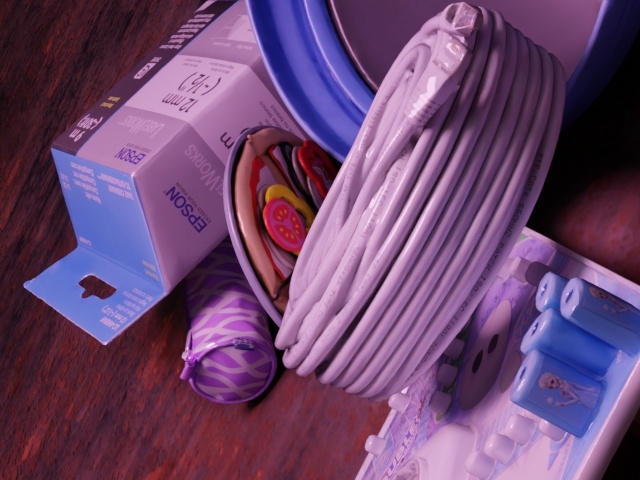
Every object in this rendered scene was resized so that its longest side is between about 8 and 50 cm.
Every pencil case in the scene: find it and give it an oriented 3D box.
[{"bbox_3d":[-0.097,0.061,1.190,0.206,0.088,0.086,-106,24,-51],"label":"pencil case"}]

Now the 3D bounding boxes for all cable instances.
[{"bbox_3d":[0.058,-0.025,0.804,0.257,0.089,0.257,-88,24,-75],"label":"cable"}]

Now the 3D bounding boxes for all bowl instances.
[{"bbox_3d":[0.085,-0.239,0.951,0.391,0.077,0.391,13,107,47],"label":"bowl"}]

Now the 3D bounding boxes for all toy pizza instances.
[{"bbox_3d":[0.000,0.000,0.971,0.032,0.201,0.201,-26,47,28],"label":"toy pizza"}]

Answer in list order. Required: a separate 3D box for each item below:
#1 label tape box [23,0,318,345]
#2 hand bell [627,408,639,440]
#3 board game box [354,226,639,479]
[{"bbox_3d":[-0.147,-0.082,1.212,0.348,0.115,0.249,-44,26,-15],"label":"label tape box"},{"bbox_3d":[0.245,-0.001,0.686,0.126,0.126,0.242,4,63,59],"label":"hand bell"},{"bbox_3d":[0.043,0.170,0.772,0.390,0.050,0.390,-64,7,5],"label":"board game box"}]
